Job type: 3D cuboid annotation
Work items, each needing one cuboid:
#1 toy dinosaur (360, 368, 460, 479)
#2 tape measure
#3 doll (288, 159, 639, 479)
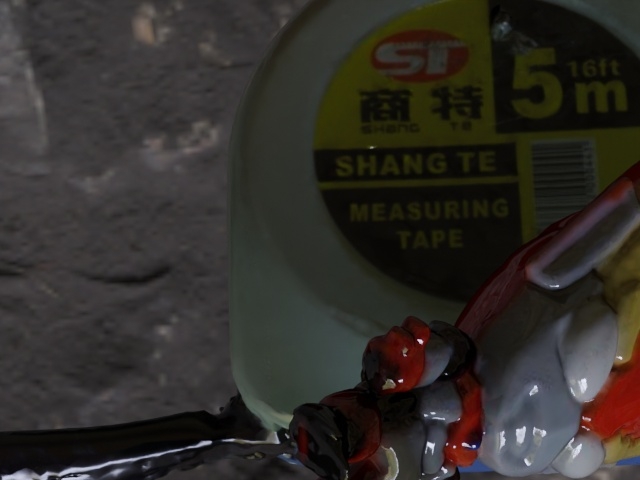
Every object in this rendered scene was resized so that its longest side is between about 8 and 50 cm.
[{"bbox_3d":[-0.018,0.142,0.516,0.327,0.113,0.206,-90,-172,-76],"label":"toy dinosaur"},{"bbox_3d":[0.000,0.000,0.679,0.098,0.351,0.215,84,4,-63],"label":"tape measure"},{"bbox_3d":[0.060,0.034,0.499,0.169,0.057,0.109,-19,126,-29],"label":"doll"}]
